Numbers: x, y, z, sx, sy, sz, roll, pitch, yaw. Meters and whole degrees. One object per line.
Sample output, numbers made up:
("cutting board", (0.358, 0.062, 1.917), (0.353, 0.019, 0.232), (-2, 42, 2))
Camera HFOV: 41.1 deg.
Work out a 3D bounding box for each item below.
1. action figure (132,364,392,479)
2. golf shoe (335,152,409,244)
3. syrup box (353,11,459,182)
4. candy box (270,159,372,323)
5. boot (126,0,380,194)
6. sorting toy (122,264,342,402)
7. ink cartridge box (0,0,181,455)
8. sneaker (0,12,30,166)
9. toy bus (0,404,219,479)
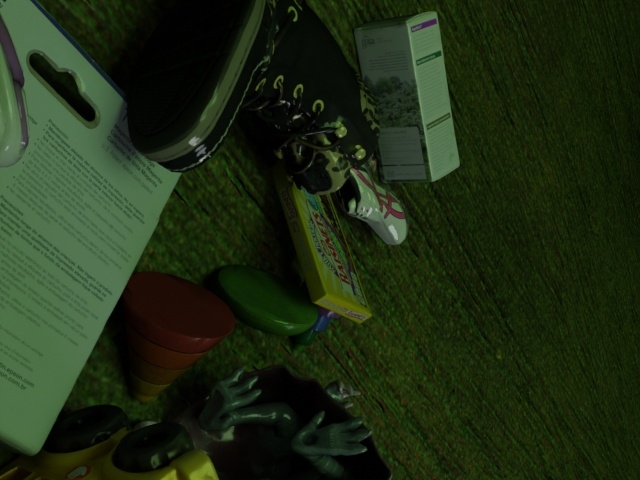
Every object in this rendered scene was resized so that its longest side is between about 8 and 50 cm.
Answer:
("action figure", (-0.022, 0.311, 1.002), (0.276, 0.248, 0.370), (-26, 144, -15))
("golf shoe", (0.059, -0.055, 1.201), (0.186, 0.068, 0.086), (55, 54, -27))
("syrup box", (0.130, -0.210, 1.262), (0.096, 0.093, 0.236), (-31, 115, -48))
("candy box", (0.000, 0.000, 1.067), (0.105, 0.027, 0.205), (25, 38, -49))
("boot", (-0.053, -0.155, 0.938), (0.284, 0.138, 0.377), (52, 32, -39))
("sorting toy", (-0.097, 0.112, 0.992), (0.366, 0.127, 0.126), (-2, 123, -56))
("ink cartridge box", (-0.291, -0.036, 0.724), (0.324, 0.072, 0.330), (50, 50, -41))
("sneaker", (-0.314, -0.156, 0.575), (0.152, 0.114, 0.305), (-35, 80, -23))
("toy bus", (-0.212, 0.252, 0.724), (0.211, 0.220, 0.149), (-23, 108, -46))
